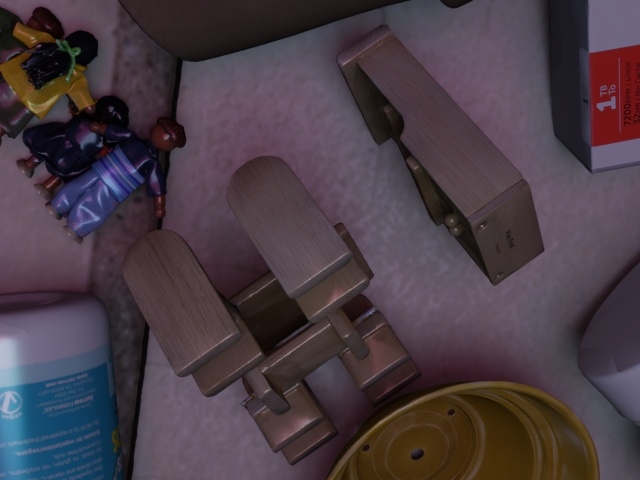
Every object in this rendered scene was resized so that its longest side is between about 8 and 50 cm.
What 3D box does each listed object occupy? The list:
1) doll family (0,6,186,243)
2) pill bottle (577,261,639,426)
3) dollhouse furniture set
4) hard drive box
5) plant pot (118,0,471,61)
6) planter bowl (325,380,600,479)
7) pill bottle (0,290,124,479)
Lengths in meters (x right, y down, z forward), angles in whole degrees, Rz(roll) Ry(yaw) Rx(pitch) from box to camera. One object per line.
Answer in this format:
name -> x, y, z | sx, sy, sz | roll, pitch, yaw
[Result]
doll family -> -0.178, -0.090, 0.711 | 0.111, 0.076, 0.193 | -40, 101, -4
pill bottle -> 0.383, 0.166, 0.680 | 0.408, 0.229, 0.229 | 43, 91, -4
dollhouse furniture set -> 0.000, 0.000, 0.670 | 0.242, 0.212, 0.161 | -35, 59, -1
hard drive box -> 0.284, -0.161, 0.694 | 0.232, 0.089, 0.181 | -11, 116, -1
plant pot -> -0.029, -0.235, 0.636 | 0.229, 0.263, 0.263 | -26, 96, 16
planter bowl -> 0.084, 0.176, 0.721 | 0.217, 0.090, 0.217 | -6, 113, -14
pill bottle -> -0.210, 0.173, 0.689 | 0.146, 0.146, 0.264 | -4, 95, -3
